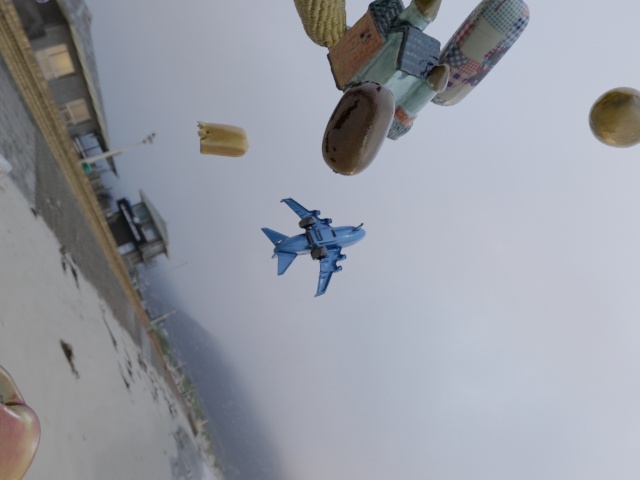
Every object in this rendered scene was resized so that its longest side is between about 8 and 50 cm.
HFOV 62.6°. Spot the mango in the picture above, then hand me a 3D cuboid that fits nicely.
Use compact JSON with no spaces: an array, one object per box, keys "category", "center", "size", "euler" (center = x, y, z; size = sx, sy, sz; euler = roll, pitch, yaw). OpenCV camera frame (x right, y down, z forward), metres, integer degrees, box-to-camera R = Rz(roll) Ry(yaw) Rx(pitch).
[{"category":"mango","center":[0.665,-0.275,1.157],"size":[0.195,0.137,0.098],"euler":[34,55,-51]}]

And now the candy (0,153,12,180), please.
[{"category":"candy","center":[-0.705,-0.186,0.847],"size":[0.359,0.208,0.145],"euler":[45,-12,12]}]

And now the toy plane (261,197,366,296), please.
[{"category":"toy plane","center":[0.000,0.000,1.264],"size":[0.254,0.271,0.105],"euler":[68,-25,17]}]

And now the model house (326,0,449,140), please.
[{"category":"model house","center":[0.174,-0.399,1.122],"size":[0.291,0.184,0.253],"euler":[-41,-127,44]}]

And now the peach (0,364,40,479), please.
[{"category":"peach","center":[-0.539,0.284,0.688],"size":[0.248,0.275,0.245],"euler":[39,-13,16]}]

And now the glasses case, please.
[{"category":"glasses case","center":[0.367,-0.456,1.288],"size":[0.327,0.125,0.076],"euler":[130,-28,-50]}]

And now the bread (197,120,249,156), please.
[{"category":"bread","center":[-0.319,-0.334,1.724],"size":[0.134,0.173,0.085],"euler":[130,-37,-69]}]

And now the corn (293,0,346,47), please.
[{"category":"corn","center":[-0.005,-0.431,0.917],"size":[0.107,0.106,0.293],"euler":[61,0,9]}]

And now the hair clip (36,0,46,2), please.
[{"category":"hair clip","center":[-0.187,-0.313,0.491],"size":[0.090,0.137,0.278],"euler":[45,-54,-6]}]

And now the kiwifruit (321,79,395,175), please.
[{"category":"kiwifruit","center":[0.046,-0.140,0.663],"size":[0.075,0.075,0.125],"euler":[38,-76,50]}]
